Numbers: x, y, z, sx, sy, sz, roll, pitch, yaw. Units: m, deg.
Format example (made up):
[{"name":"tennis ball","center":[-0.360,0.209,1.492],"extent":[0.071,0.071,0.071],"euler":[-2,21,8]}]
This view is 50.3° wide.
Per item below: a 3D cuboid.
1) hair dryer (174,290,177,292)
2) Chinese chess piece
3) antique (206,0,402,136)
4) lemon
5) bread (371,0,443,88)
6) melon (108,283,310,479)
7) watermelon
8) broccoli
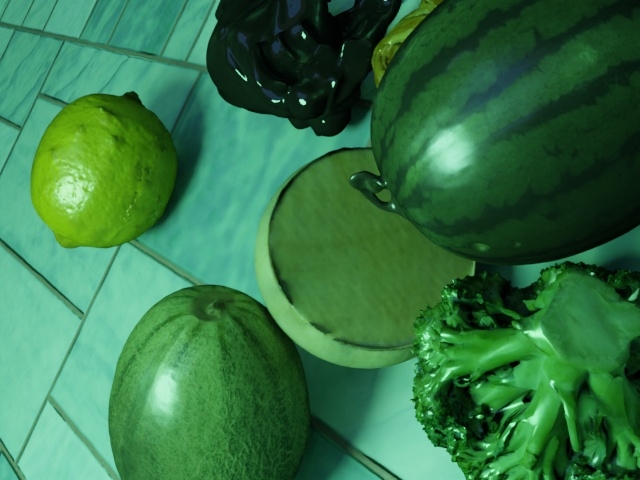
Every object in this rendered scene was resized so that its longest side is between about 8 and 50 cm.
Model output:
[{"name":"hair dryer","center":[-0.185,0.140,1.071],"extent":[0.196,0.078,0.248],"euler":[-49,42,12]},{"name":"Chinese chess piece","center":[0.052,0.018,0.790],"extent":[0.104,0.257,0.257],"euler":[118,158,-68]},{"name":"antique","center":[-0.040,-0.302,1.048],"extent":[0.322,0.185,0.255],"euler":[16,79,36]},{"name":"lemon","center":[-0.387,-0.120,1.228],"extent":[0.260,0.260,0.284],"euler":[-8,63,39]},{"name":"bread","center":[0.181,-0.242,0.860],"extent":[0.236,0.120,0.198],"euler":[-42,47,20]},{"name":"melon","center":[-0.134,0.208,0.838],"extent":[0.248,0.248,0.329],"euler":[41,138,43]},{"name":"watermelon","center":[0.202,-0.119,0.656],"extent":[0.359,0.279,0.279],"euler":[-32,53,10]},{"name":"broccoli","center":[0.214,0.118,0.628],"extent":[0.269,0.242,0.261],"euler":[30,72,16]}]
